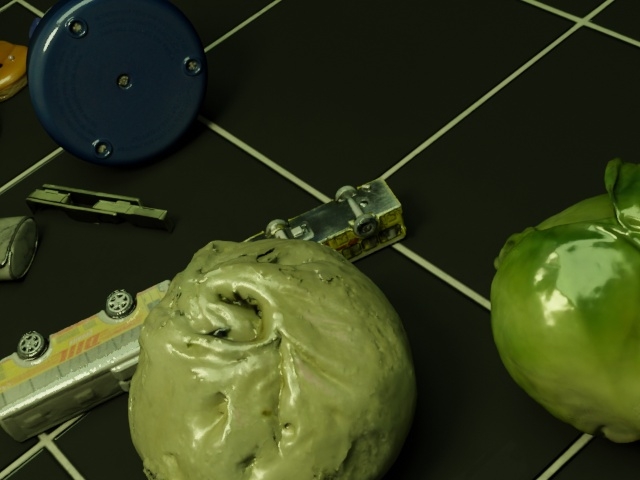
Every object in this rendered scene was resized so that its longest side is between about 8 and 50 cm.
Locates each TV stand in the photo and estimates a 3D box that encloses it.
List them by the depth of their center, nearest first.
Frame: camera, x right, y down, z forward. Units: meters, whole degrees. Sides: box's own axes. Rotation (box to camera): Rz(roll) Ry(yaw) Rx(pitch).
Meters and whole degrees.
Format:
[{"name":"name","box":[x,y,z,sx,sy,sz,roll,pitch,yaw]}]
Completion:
[{"name":"TV stand","box":[-0.324,-0.045,1.699,0.249,0.036,0.042,9,48,27]}]

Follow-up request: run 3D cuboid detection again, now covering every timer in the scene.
[{"name":"timer","box":[-0.363,-0.293,1.846,0.270,0.270,0.383,-31,29,-12]}]

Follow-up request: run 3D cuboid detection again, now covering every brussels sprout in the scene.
[{"name":"brussels sprout","box":[0.313,0.065,1.224,0.259,0.227,0.294,-16,76,19]}]

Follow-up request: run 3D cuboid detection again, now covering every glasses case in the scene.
[{"name":"glasses case","box":[-0.570,0.017,1.705,0.299,0.060,0.114,-4,46,16]}]

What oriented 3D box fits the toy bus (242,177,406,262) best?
[{"name":"toy bus","box":[0.000,0.000,1.512,0.226,0.074,0.081,-26,42,-7]}]

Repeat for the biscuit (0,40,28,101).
[{"name":"biscuit","box":[-0.593,-0.300,2.040,0.170,0.050,0.170,-11,43,10]}]

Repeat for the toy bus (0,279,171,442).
[{"name":"toy bus","box":[-0.289,0.152,1.453,0.268,0.092,0.106,-25,52,-7]}]

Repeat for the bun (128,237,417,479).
[{"name":"bun","box":[-0.057,0.151,1.272,0.326,0.234,0.362,-1,52,11]}]
